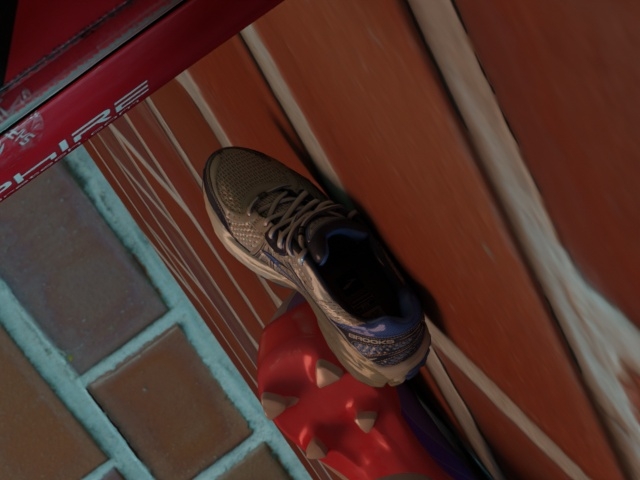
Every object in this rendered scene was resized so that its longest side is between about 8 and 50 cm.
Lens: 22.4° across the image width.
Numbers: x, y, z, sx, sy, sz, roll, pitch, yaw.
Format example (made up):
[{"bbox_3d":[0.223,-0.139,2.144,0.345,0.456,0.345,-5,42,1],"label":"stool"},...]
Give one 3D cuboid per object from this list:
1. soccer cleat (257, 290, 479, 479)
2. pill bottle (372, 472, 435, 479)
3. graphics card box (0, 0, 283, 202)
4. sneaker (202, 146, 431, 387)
[{"bbox_3d":[0.051,0.130,0.905,0.248,0.083,0.095,51,-157,-21],"label":"soccer cleat"},{"bbox_3d":[0.099,0.261,0.731,0.323,0.181,0.181,48,171,36],"label":"pill bottle"},{"bbox_3d":[-0.195,-0.159,0.436,0.371,0.233,0.094,52,173,5],"label":"graphics card box"},{"bbox_3d":[0.000,0.000,0.705,0.135,0.052,0.058,43,160,17],"label":"sneaker"}]
